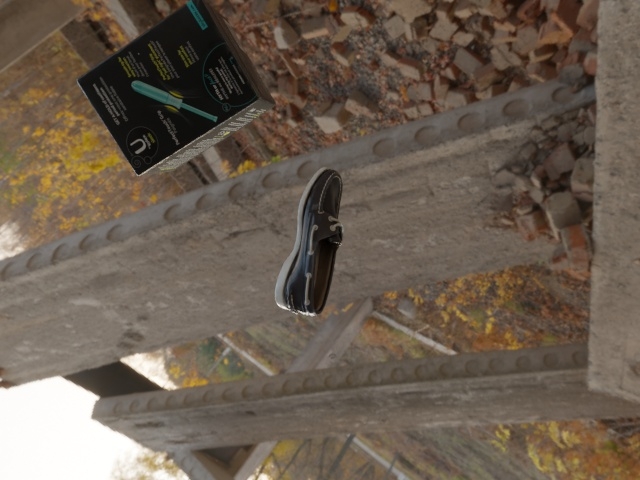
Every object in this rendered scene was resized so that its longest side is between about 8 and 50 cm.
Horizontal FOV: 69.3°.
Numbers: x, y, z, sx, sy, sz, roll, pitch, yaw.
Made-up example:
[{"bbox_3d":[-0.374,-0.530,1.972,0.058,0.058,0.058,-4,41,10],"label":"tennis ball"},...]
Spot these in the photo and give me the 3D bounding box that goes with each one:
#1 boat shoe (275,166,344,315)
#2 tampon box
[{"bbox_3d":[0.000,0.000,0.381,0.038,0.125,0.046,11,166,34],"label":"boat shoe"},{"bbox_3d":[-0.155,-0.166,0.525,0.120,0.161,0.101,60,-169,-8],"label":"tampon box"}]
